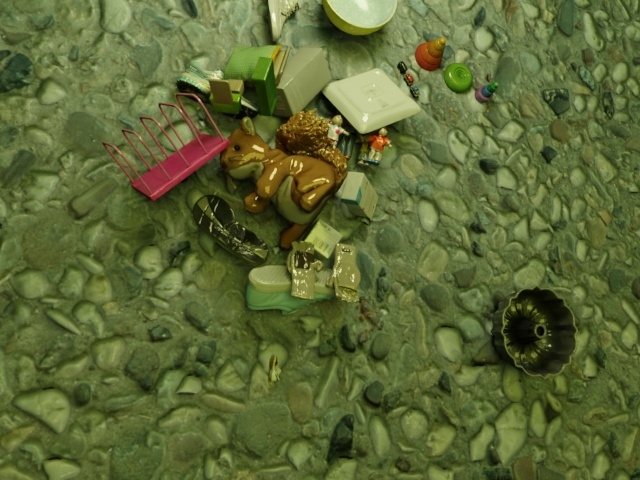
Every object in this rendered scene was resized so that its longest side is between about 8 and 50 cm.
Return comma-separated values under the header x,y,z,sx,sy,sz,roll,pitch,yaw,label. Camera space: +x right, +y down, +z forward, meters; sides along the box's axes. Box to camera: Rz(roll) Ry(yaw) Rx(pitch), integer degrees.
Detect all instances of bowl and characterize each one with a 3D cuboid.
x,y,z,sx,sy,sz,roll,pitch,yaw,label
0.124,-0.879,1.742,0.289,0.156,0.290,3,80,-15,bowl

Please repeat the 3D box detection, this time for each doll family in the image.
x,y,z,sx,sy,sz,roll,pitch,yaw,label
0.129,-0.363,1.687,0.262,0.118,0.163,16,82,6,doll family

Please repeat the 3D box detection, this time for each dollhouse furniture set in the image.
x,y,z,sx,sy,sz,roll,pitch,yaw,label
-0.221,-0.555,1.461,0.197,0.151,0.302,8,61,7,dollhouse furniture set

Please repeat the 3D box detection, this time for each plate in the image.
x,y,z,sx,sy,sz,roll,pitch,yaw,label
0.184,-0.522,1.689,0.277,0.045,0.278,-24,61,-22,plate

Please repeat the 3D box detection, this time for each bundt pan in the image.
x,y,z,sx,sy,sz,roll,pitch,yaw,label
0.772,0.335,1.725,0.330,0.124,0.331,3,78,-15,bundt pan

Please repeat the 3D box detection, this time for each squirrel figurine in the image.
x,y,z,sx,sy,sz,roll,pitch,yaw,label
-0.120,-0.247,1.530,0.370,0.281,0.397,38,62,5,squirrel figurine

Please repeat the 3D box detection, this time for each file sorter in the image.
x,y,z,sx,sy,sz,roll,pitch,yaw,label
-0.468,-0.293,1.404,0.290,0.202,0.182,-42,126,-19,file sorter

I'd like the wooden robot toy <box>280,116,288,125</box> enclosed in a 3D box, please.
x,y,z,sx,sy,sz,roll,pitch,yaw,label
-0.086,-0.397,1.633,0.076,0.079,0.173,-29,88,-19,wooden robot toy

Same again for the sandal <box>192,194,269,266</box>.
x,y,z,sx,sy,sz,roll,pitch,yaw,label
-0.294,-0.021,1.493,0.303,0.086,0.120,45,65,7,sandal

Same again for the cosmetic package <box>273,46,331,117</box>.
x,y,z,sx,sy,sz,roll,pitch,yaw,label
-0.075,-0.549,1.616,0.107,0.127,0.238,18,58,33,cosmetic package

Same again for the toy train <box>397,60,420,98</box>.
x,y,z,sx,sy,sz,roll,pitch,yaw,label
0.347,-0.628,1.824,0.027,0.036,0.158,-27,89,-19,toy train

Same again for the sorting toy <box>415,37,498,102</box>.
x,y,z,sx,sy,sz,roll,pitch,yaw,label
0.555,-0.685,1.849,0.365,0.126,0.127,32,73,-8,sorting toy

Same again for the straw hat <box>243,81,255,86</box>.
x,y,z,sx,sy,sz,roll,pitch,yaw,label
-0.241,-0.568,1.624,0.144,0.144,0.061,-33,128,-19,straw hat

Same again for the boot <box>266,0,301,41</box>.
x,y,z,sx,sy,sz,roll,pitch,yaw,label
-0.129,-0.843,1.692,0.123,0.095,0.258,-3,80,-10,boot

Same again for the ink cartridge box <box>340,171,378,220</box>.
x,y,z,sx,sy,sz,roll,pitch,yaw,label
0.139,-0.150,1.633,0.061,0.181,0.104,10,73,27,ink cartridge box

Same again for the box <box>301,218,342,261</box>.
x,y,z,sx,sy,sz,roll,pitch,yaw,label
0.000,0.000,1.580,0.101,0.087,0.102,36,72,-7,box

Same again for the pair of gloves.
x,y,z,sx,sy,sz,roll,pitch,yaw,label
0.010,0.099,1.475,0.240,0.042,0.204,5,59,-19,pair of gloves

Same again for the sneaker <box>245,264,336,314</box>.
x,y,z,sx,sy,sz,roll,pitch,yaw,label
-0.076,0.168,1.530,0.365,0.135,0.150,6,121,-26,sneaker

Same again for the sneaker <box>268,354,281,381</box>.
x,y,z,sx,sy,sz,roll,pitch,yaw,label
-0.144,0.409,1.497,0.037,0.032,0.083,9,82,-28,sneaker

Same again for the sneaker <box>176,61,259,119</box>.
x,y,z,sx,sy,sz,roll,pitch,yaw,label
-0.328,-0.512,1.570,0.283,0.110,0.122,24,71,-11,sneaker
